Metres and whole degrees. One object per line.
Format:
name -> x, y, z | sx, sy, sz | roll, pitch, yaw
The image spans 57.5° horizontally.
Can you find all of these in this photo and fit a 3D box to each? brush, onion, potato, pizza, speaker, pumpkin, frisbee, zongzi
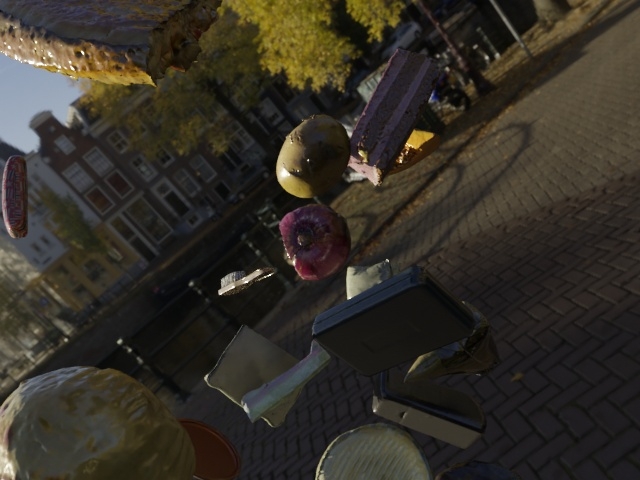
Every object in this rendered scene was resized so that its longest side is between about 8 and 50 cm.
brush -> -0.252, 0.121, 1.943 | 0.070, 0.065, 0.327 | -1, -15, -35
onion -> -0.005, -0.004, 1.617 | 0.201, 0.201, 0.207 | -34, 46, 27
potato -> -0.012, -0.170, 1.179 | 0.137, 0.137, 0.175 | -146, 78, -77
pizza -> -0.294, -0.341, 0.943 | 0.440, 0.130, 0.406 | 27, 40, 30
speaker -> 0.340, 0.505, 1.895 | 0.180, 0.389, 0.184 | 101, -168, -54
pumpkin -> 0.288, -0.343, 2.014 | 0.111, 0.163, 0.279 | 3, -29, -48
frisbee -> -0.337, 0.594, 1.656 | 0.021, 0.251, 0.251 | -58, 10, 10
zongzi -> 0.382, 0.360, 1.696 | 0.300, 0.273, 0.145 | -42, 45, -10

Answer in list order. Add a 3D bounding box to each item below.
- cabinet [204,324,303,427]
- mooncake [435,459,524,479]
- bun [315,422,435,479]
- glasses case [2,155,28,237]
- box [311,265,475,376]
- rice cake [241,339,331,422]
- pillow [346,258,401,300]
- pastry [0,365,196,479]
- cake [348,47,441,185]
cabinet -> -0.232, 0.479, 2.060 | 0.227, 0.290, 0.318 | -57, 4, -18
mooncake -> 0.387, 0.661, 1.371 | 0.291, 0.161, 0.290 | -9, 26, 5
bun -> 0.123, 0.565, 1.317 | 0.287, 0.287, 0.146 | -49, -28, -33
glasses case -> -0.678, -0.095, 1.295 | 0.049, 0.194, 0.073 | -2, -26, -24
box -> 0.113, 0.136, 0.944 | 0.230, 0.160, 0.050 | -31, 32, 31
rice cake -> -0.092, 0.387, 1.614 | 0.290, 0.081, 0.051 | -36, -14, -24
pillow -> 0.129, 0.143, 1.429 | 0.134, 0.078, 0.181 | -7, 71, 23
pastry -> -0.418, 0.417, 1.027 | 0.389, 0.388, 0.312 | -28, 16, 43
cake -> 0.148, -0.261, 1.243 | 0.295, 0.116, 0.113 | -65, -7, 13
